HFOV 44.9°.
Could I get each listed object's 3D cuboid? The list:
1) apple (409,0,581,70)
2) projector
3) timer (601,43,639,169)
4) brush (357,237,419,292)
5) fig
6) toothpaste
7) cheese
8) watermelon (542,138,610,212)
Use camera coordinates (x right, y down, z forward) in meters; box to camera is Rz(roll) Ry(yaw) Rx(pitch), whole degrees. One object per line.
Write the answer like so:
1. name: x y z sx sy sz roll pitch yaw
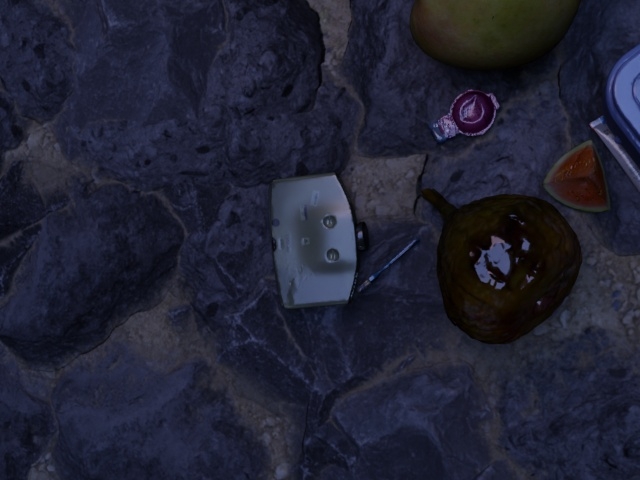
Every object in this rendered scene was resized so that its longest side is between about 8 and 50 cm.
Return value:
1. apple: 0.327 -0.460 1.417 0.277 0.319 0.319 20 93 2
2. projector: 0.000 0.000 1.593 0.193 0.088 0.270 -6 87 13
3. timer: 0.729 -0.233 1.367 0.394 0.173 0.395 -1 87 16
4. brush: 0.139 0.051 1.580 0.164 0.051 0.014 -41 83 2
5. fig: 0.294 0.013 1.463 0.286 0.286 0.368 -55 46 7
6. toothpaste: 0.585 -0.156 1.478 0.048 0.031 0.190 -32 77 15
7. cheese: 0.288 -0.246 1.554 0.145 0.038 0.095 -28 80 18
8. watermelon: 0.505 -0.111 1.464 0.125 0.094 0.135 -43 83 1
